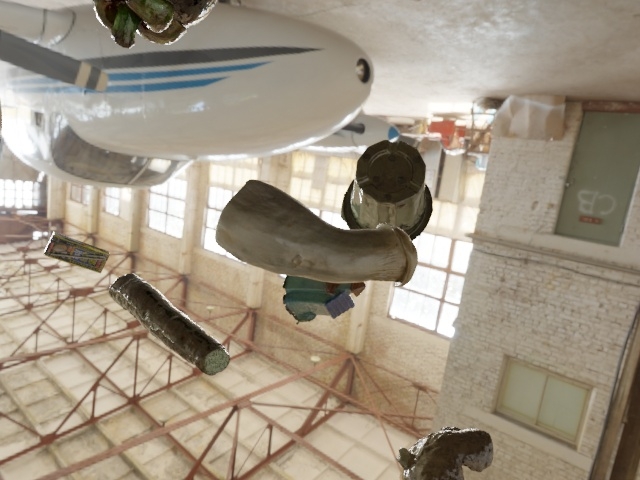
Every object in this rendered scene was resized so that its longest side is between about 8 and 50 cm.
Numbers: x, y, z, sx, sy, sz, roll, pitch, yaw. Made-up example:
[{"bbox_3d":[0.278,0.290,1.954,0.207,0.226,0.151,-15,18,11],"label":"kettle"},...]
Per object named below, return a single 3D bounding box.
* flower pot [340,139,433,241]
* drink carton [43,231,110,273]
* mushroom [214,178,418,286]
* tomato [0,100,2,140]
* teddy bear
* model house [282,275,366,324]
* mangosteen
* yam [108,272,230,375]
[{"bbox_3d":[0.194,-0.140,1.249,0.290,0.291,0.259,10,165,9],"label":"flower pot"},{"bbox_3d":[-0.742,0.039,1.328,0.165,0.071,0.056,26,179,-32],"label":"drink carton"},{"bbox_3d":[0.001,0.003,0.477,0.223,0.081,0.092,15,-141,-6],"label":"mushroom"},{"bbox_3d":[-0.322,-0.086,0.281,0.184,0.208,0.208,23,-177,-23],"label":"tomato"},{"bbox_3d":[0.180,0.381,0.682,0.140,0.190,0.177,13,-128,11],"label":"teddy bear"},{"bbox_3d":[0.021,0.077,0.802,0.148,0.148,0.119,2,149,23],"label":"model house"},{"bbox_3d":[-0.358,-0.563,0.898,0.300,0.301,0.300,8,-171,-1],"label":"mangosteen"},{"bbox_3d":[-0.238,0.121,0.659,0.274,0.061,0.061,24,-163,37],"label":"yam"}]
